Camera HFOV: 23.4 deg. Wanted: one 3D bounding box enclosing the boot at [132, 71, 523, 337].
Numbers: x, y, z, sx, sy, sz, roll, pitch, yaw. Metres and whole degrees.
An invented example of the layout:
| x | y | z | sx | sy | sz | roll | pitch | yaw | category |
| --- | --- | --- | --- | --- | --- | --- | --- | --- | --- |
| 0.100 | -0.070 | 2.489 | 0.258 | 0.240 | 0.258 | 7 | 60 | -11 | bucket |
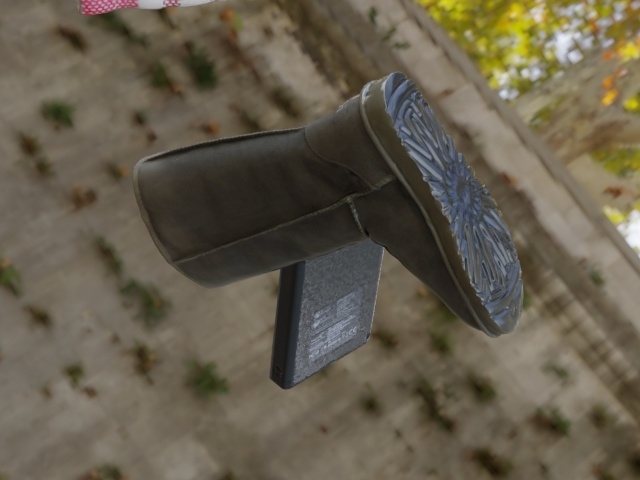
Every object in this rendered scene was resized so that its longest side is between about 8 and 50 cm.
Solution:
| x | y | z | sx | sy | sz | roll | pitch | yaw | category |
| --- | --- | --- | --- | --- | --- | --- | --- | --- | --- |
| 0.001 | 0.000 | 0.958 | 0.208 | 0.076 | 0.189 | -23 | -78 | 32 | boot |

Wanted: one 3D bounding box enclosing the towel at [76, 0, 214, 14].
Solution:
| x | y | z | sx | sy | sz | roll | pitch | yaw | category |
| --- | --- | --- | --- | --- | --- | --- | --- | --- | --- |
| 0.017 | -0.146 | 0.447 | 0.029 | 0.197 | 0.144 | -124 | -153 | -67 | towel |

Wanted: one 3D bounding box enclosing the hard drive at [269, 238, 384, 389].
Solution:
| x | y | z | sx | sy | sz | roll | pitch | yaw | category |
| --- | --- | --- | --- | --- | --- | --- | --- | --- | --- |
| 0.007 | 0.040 | 1.152 | 0.022 | 0.094 | 0.135 | 37 | -42 | 31 | hard drive |
